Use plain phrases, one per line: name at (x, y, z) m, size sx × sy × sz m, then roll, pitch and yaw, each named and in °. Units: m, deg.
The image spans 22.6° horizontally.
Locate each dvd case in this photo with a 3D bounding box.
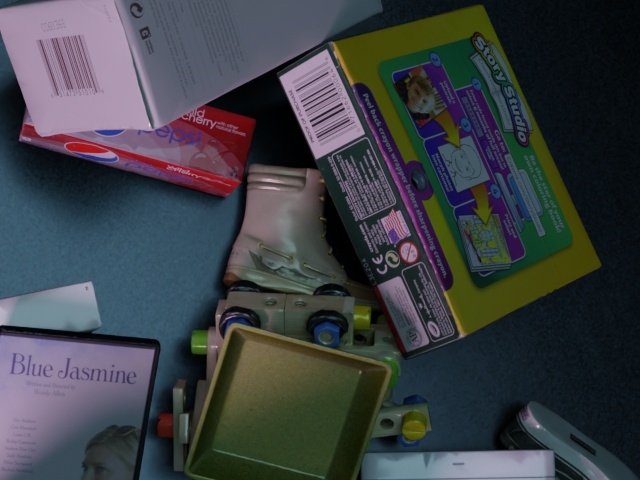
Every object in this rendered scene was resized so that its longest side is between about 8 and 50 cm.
dvd case at (-0.286, 0.223, 1.799) m, size 0.180 × 0.022 × 0.253 m, roll 7°, pitch 103°, yaw -17°

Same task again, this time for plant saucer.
plant saucer at (-0.037, 0.192, 1.773) m, size 0.188 × 0.045 × 0.188 m, roll 16°, pitch 104°, yaw -9°

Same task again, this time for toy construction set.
toy construction set at (-0.031, 0.162, 1.869) m, size 0.328 × 0.151 × 0.215 m, roll -6°, pitch 122°, yaw -9°

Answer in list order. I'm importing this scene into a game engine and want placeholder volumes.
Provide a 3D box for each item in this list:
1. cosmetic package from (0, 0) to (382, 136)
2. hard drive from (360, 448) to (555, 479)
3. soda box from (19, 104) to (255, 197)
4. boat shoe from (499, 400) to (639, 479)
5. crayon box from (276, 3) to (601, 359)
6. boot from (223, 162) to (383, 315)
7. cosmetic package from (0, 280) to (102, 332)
cosmetic package at (-0.138, -0.255, 1.785) m, size 0.385 × 0.217 × 0.156 m, roll -30°, pitch 112°, yaw -40°
hard drive at (0.167, 0.427, 1.901) m, size 0.233 × 0.047 × 0.353 m, roll -1°, pitch 82°, yaw 1°
soda box at (-0.216, -0.130, 1.892) m, size 0.263 × 0.092 × 0.083 m, roll 15°, pitch 75°, yaw -12°
boat shoe at (0.321, 0.289, 1.983) m, size 0.219 × 0.078 × 0.070 m, roll 39°, pitch 114°, yaw 0°
crayon box at (0.148, -0.080, 1.905) m, size 0.313 × 0.106 × 0.362 m, roll -21°, pitch 87°, yaw -49°
boot at (0.000, 0.000, 1.940) m, size 0.213 × 0.077 × 0.165 m, roll 14°, pitch 75°, yaw -12°
cosmetic package at (-0.374, 0.102, 1.810) m, size 0.239 × 0.099 × 0.060 m, roll -12°, pitch 84°, yaw -16°
